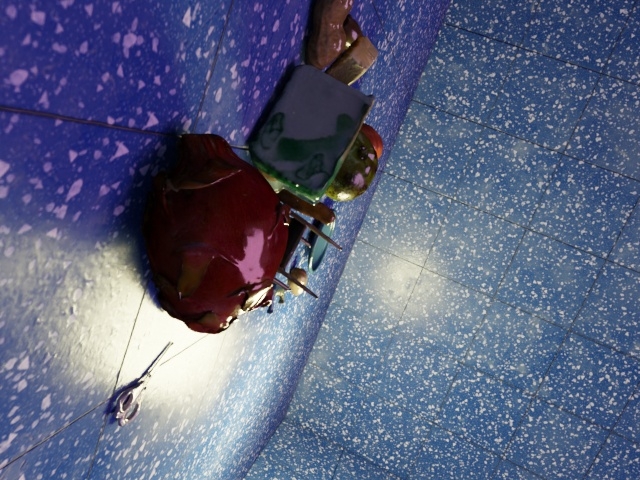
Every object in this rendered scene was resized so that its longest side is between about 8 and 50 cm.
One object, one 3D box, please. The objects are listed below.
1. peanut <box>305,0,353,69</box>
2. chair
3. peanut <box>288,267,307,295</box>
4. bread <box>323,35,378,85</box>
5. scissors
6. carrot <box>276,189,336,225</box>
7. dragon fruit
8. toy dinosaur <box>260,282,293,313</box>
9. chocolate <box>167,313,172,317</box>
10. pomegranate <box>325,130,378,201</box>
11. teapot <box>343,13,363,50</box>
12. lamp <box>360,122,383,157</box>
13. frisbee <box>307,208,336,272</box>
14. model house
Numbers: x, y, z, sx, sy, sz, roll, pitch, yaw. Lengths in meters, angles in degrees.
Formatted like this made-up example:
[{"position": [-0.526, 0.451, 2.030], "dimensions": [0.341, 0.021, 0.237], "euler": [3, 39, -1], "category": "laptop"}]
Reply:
[{"position": [0.021, -0.469, 1.026], "dimensions": [0.089, 0.089, 0.193], "euler": [-53, 163, -50], "category": "peanut"}, {"position": [-0.108, 0.012, 1.261], "dimensions": [0.272, 0.166, 0.188], "euler": [39, 70, -34], "category": "chair"}, {"position": [-0.090, 0.163, 1.840], "dimensions": [0.152, 0.076, 0.076], "euler": [96, 20, -51], "category": "peanut"}, {"position": [0.044, -0.401, 1.137], "dimensions": [0.188, 0.068, 0.126], "euler": [-32, -161, 42], "category": "bread"}, {"position": [-0.360, 0.289, 0.966], "dimensions": [0.100, 0.015, 0.189], "euler": [97, 19, -49], "category": "scissors"}, {"position": [-0.041, -0.097, 1.242], "dimensions": [0.060, 0.186, 0.060], "euler": [-55, 167, -20], "category": "carrot"}, {"position": [-0.162, -0.007, 0.753], "dimensions": [0.250, 0.250, 0.316], "euler": [51, 40, -78], "category": "dragon fruit"}, {"position": [-0.145, 0.131, 1.537], "dimensions": [0.247, 0.075, 0.189], "euler": [-22, 127, -67], "category": "toy dinosaur"}, {"position": [-0.206, 0.023, 0.960], "dimensions": [0.185, 0.100, 0.303], "euler": [93, 19, -52], "category": "chocolate"}, {"position": [0.071, -0.216, 1.465], "dimensions": [0.222, 0.203, 0.277], "euler": [-52, 162, -30], "category": "pomegranate"}, {"position": [0.061, -0.542, 1.194], "dimensions": [0.080, 0.084, 0.111], "euler": [39, 43, -56], "category": "teapot"}, {"position": [0.118, -0.320, 1.617], "dimensions": [0.187, 0.164, 0.188], "euler": [-38, 164, -12], "category": "lamp"}, {"position": [-0.005, -0.002, 1.954], "dimensions": [0.289, 0.049, 0.290], "euler": [20, 90, -79], "category": "frisbee"}, {"position": [-0.033, -0.210, 1.133], "dimensions": [0.267, 0.193, 0.325], "euler": [-62, 178, -13], "category": "model house"}]
